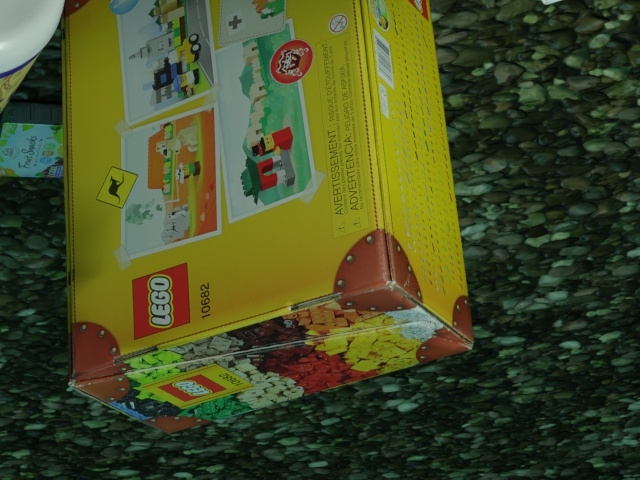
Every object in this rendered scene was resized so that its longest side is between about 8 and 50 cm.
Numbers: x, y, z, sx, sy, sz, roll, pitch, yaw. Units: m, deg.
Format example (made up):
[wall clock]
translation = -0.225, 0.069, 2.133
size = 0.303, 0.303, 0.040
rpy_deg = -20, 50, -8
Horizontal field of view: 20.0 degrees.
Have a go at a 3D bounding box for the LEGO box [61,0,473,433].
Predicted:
[LEGO box]
translation = -0.069, -0.094, 1.913
size = 0.373, 0.500, 0.193
rpy_deg = -17, 152, 24

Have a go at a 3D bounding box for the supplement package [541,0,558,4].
[supplement package]
translation = 0.233, -0.391, 1.590
size = 0.178, 0.293, 0.175
rpy_deg = -15, 152, 20

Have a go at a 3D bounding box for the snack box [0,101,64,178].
[snack box]
translation = -0.363, -0.127, 2.323
size = 0.100, 0.037, 0.141
rpy_deg = 3, 153, -14

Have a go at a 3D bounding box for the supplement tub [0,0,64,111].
[supplement tub]
translation = -0.428, -0.210, 1.902
size = 0.241, 0.241, 0.331
rpy_deg = 8, 152, -26
